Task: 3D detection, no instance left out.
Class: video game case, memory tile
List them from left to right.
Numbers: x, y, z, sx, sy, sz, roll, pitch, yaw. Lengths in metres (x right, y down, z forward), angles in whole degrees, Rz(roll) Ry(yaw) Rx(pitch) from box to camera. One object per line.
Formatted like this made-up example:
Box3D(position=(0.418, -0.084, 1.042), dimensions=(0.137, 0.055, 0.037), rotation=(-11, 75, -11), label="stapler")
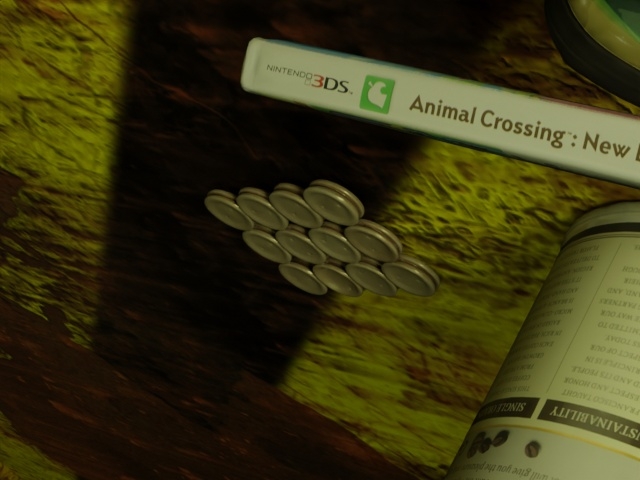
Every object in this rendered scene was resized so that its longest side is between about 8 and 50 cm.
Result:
Box3D(position=(0.000, 0.000, 0.974), dimensions=(0.113, 0.012, 0.148), rotation=(42, 155, -28), label="memory tile")
Box3D(position=(0.104, -0.036, 0.605), dimensions=(0.193, 0.023, 0.212), rotation=(16, -175, 31), label="video game case")

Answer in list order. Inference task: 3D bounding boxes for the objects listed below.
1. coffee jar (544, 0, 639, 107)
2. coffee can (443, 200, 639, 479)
Box3D(position=(0.131, -0.108, 0.445), dimensions=(0.079, 0.096, 0.184), rotation=(29, 158, -2), label="coffee jar")
Box3D(position=(0.151, 0.149, 0.744), dimensions=(0.201, 0.275, 0.201), rotation=(26, 159, 11), label="coffee can")
